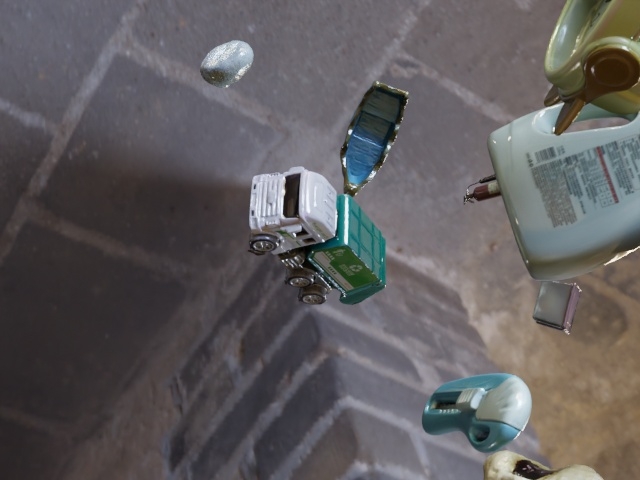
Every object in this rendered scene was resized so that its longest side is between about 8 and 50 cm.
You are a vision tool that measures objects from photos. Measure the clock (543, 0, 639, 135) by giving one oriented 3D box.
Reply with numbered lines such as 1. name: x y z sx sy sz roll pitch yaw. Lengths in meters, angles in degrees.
1. clock: 0.380 -0.283 1.289 0.117 0.286 0.348 26 113 -5

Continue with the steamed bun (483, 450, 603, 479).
1. steamed bun: 0.275 0.359 1.461 0.141 0.155 0.172 -8 122 -47

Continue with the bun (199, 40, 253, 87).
1. bun: -0.128 -0.243 1.505 0.083 0.083 0.045 -33 124 6

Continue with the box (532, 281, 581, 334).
1. box: 0.405 0.112 1.863 0.060 0.063 0.084 35 69 -66

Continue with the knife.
1. knife: 0.118 0.136 0.870 0.031 0.222 0.064 27 78 -6

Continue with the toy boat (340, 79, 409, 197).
1. toy boat: 0.076 -0.157 1.680 0.075 0.077 0.185 23 110 -5

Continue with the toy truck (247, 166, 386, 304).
1. toy truck: 0.000 0.000 1.456 0.124 0.114 0.253 -11 148 21

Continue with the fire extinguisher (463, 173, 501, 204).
1. fire extinguisher: 0.339 -0.106 2.028 0.173 0.035 0.048 -15 97 26

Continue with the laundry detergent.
1. laundry detergent: 0.456 -0.113 1.548 0.398 0.263 0.124 -19 149 13
